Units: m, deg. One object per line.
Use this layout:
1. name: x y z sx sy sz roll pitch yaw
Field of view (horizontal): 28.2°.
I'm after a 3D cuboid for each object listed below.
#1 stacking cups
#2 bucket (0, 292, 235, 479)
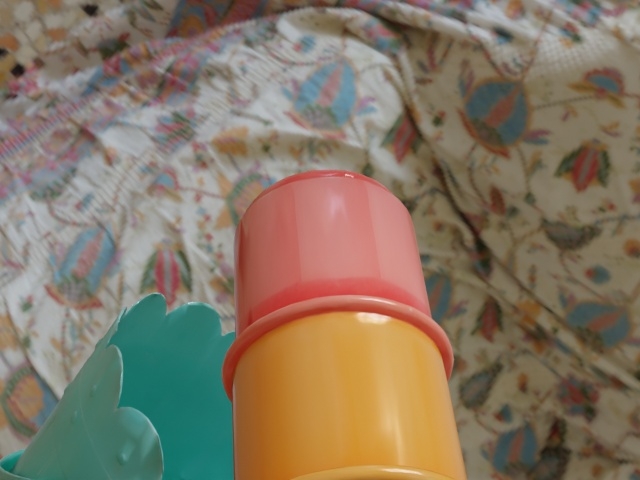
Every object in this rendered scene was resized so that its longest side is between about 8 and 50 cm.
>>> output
1. stacking cups: 0.019 0.108 0.341 0.096 0.316 0.096 -2 140 -2
2. bucket: -0.088 0.191 0.889 0.281 0.281 0.183 30 109 -39
